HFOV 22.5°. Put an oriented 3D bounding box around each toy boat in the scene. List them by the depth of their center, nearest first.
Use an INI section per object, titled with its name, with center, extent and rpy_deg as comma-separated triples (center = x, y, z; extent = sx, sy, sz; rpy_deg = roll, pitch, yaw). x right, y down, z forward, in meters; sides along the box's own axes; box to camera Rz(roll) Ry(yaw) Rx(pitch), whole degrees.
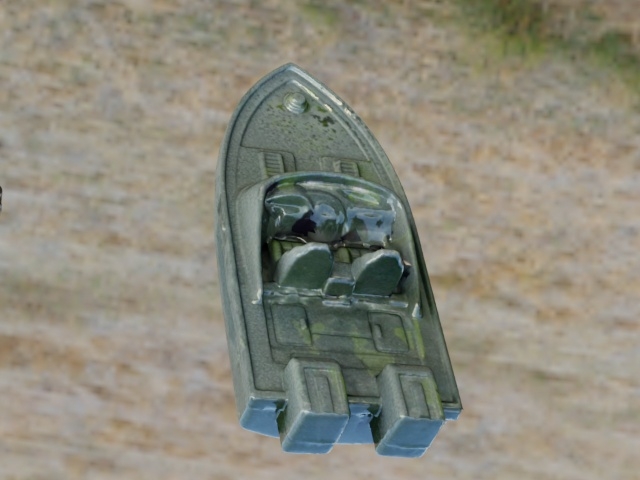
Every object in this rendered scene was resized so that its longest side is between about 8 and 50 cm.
[toy boat]
center = 0.000, 0.000, 1.067
extent = 0.141, 0.320, 0.092
rpy_deg = 5, 139, -20

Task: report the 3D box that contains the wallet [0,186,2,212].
[wallet]
center = -0.325, -0.043, 1.368
extent = 0.025, 0.124, 0.244
rpy_deg = 4, -152, -34
